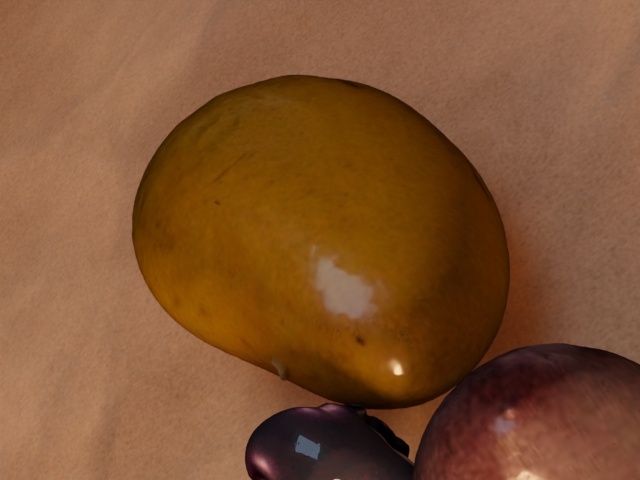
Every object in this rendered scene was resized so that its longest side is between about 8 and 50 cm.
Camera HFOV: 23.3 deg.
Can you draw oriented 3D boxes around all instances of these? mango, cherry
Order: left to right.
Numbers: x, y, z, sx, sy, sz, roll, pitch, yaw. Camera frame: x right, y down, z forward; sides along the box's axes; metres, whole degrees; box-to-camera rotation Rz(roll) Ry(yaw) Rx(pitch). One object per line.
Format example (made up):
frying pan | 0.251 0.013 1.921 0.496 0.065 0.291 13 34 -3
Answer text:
mango | 0.000 0.000 1.330 0.301 0.220 0.445 -17 27 -11
cherry | 0.161 0.172 1.034 0.213 0.266 0.183 -38 51 -10

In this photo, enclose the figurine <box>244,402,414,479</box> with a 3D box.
figurine | 0.005 0.183 1.175 0.145 0.145 0.222 -63 7 -23
